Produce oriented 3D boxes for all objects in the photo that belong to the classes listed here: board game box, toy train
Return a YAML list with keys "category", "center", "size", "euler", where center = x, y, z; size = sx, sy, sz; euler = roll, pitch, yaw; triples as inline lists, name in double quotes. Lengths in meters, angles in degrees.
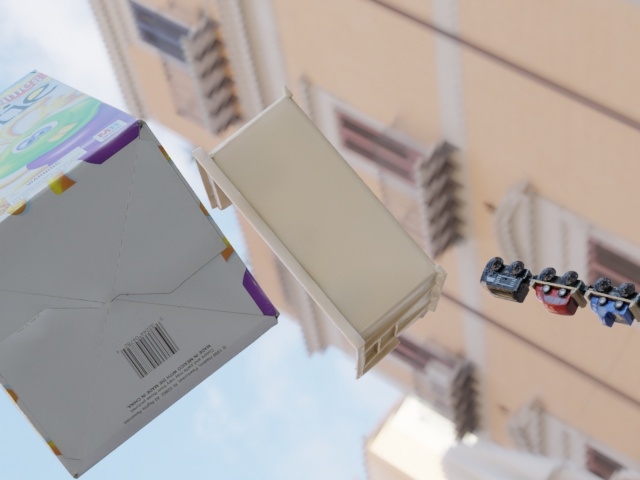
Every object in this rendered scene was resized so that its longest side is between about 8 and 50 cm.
- category: "board game box"
  center: [-0.160, 0.005, 0.954]
  size: [0.144, 0.275, 0.142]
  euler: [-38, -68, -11]
- category: "toy train"
  center: [0.198, 0.044, 1.310]
  size: [0.036, 0.158, 0.027]
  euler: [-60, -43, -21]

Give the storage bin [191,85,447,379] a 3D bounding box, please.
- category: "storage bin"
  center: [0.000, 0.000, 1.712]
  size: [0.123, 0.262, 0.260]
  euler: [-40, -10, -8]
